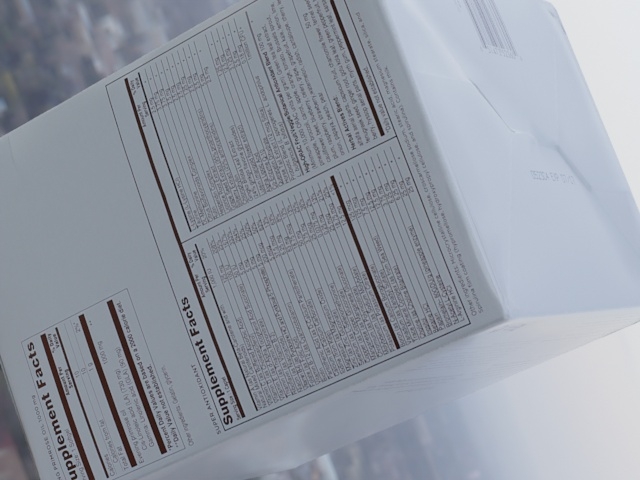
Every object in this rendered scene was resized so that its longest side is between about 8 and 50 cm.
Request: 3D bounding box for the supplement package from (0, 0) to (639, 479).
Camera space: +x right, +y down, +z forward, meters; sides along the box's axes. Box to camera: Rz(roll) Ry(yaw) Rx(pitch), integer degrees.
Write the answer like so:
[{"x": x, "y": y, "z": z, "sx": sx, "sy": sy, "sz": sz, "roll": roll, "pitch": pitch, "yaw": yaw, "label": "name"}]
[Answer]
[{"x": 0.000, "y": 0.000, "z": 0.709, "sx": 0.194, "sy": 0.203, "sz": 0.149, "roll": 2, "pitch": 65, "yaw": -62, "label": "supplement package"}]
